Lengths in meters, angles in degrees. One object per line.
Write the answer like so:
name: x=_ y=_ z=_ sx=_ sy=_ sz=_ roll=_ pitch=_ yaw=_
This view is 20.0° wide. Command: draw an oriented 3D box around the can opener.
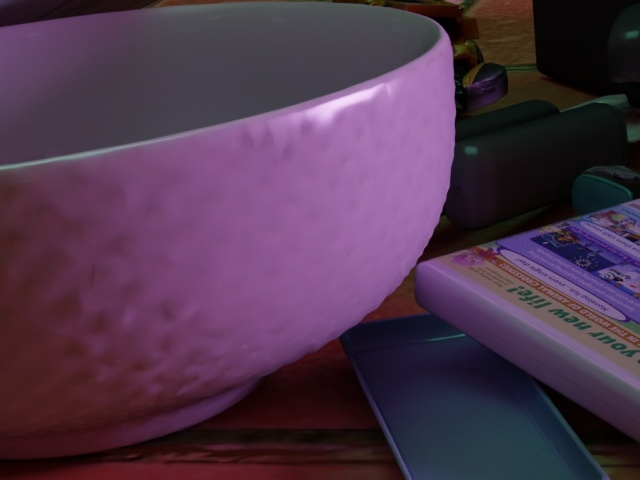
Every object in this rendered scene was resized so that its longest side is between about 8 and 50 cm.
can opener: x=0.130 y=-0.076 z=1.000 sx=0.076 sy=0.095 sz=0.283 roll=5 pitch=14 yaw=34

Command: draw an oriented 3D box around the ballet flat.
ballet flat: x=0.166 y=-0.014 z=0.889 sx=0.041 sy=0.041 sz=0.114 roll=-12 pitch=19 yaw=-19

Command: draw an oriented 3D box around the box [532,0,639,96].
box: x=0.298 y=-0.265 z=1.213 sx=0.294 sy=0.296 sz=0.183 roll=-12 pitch=19 yaw=-20

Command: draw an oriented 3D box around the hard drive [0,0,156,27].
hard drive: x=-0.197 y=-0.125 z=0.930 sx=0.233 sy=0.047 sz=0.353 roll=-19 pitch=2 yaw=42

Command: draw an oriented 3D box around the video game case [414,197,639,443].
video game case: x=0.175 y=0.031 z=0.718 sx=0.193 sy=0.023 sz=0.212 roll=-16 pitch=28 yaw=-29

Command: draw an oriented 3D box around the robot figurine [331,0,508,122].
robot figurine: x=-0.025 y=-0.107 z=1.177 sx=0.291 sy=0.085 sz=0.211 roll=-13 pitch=19 yaw=-21

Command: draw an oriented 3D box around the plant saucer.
plant saucer: x=0.053 y=0.066 z=0.702 sx=0.067 sy=0.018 sz=0.192 roll=-8 pitch=16 yaw=-6

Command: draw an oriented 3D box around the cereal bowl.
cereal bowl: x=-0.106 y=-0.003 z=0.761 sx=0.339 sy=0.141 sz=0.339 roll=-8 pitch=15 yaw=2
